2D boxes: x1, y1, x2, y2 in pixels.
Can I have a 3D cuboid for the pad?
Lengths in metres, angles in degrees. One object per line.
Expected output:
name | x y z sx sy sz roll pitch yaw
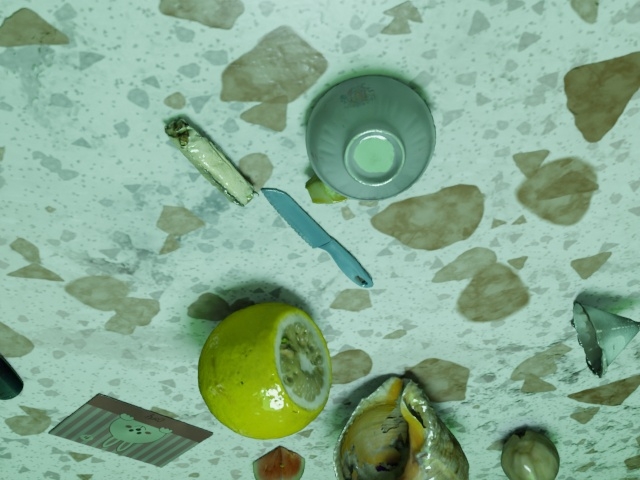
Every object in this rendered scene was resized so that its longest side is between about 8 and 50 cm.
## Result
pad | -0.413 0.425 1.780 0.300 0.005 0.202 30 126 -35

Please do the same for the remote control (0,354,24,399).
remote control | -0.628 0.231 1.503 0.072 0.042 0.222 -16 138 6

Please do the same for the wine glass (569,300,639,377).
wine glass | 0.616 0.160 1.544 0.232 0.156 0.156 -15 138 2

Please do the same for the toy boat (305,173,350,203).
toy boat | 0.056 -0.105 1.216 0.172 0.066 0.065 -26 105 16

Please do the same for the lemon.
lemon | -0.113 0.235 1.444 0.219 0.240 0.240 -19 139 31

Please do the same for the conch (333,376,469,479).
conch | 0.164 0.458 1.770 0.297 0.352 0.210 -12 -177 -9

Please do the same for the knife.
knife | 0.000 0.000 1.362 0.044 0.019 0.313 -25 134 22

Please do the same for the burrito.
burrito | -0.159 -0.111 1.195 0.045 0.041 0.185 -53 134 -13

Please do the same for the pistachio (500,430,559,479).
pistachio | 0.506 0.536 1.948 0.137 0.153 0.238 -8 166 15

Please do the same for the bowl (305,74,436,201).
bowl | 0.073 -0.126 1.123 0.189 0.086 0.189 0 115 0

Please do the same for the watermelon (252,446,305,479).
watermelon | -0.091 0.529 1.890 0.125 0.135 0.094 4 101 -8
